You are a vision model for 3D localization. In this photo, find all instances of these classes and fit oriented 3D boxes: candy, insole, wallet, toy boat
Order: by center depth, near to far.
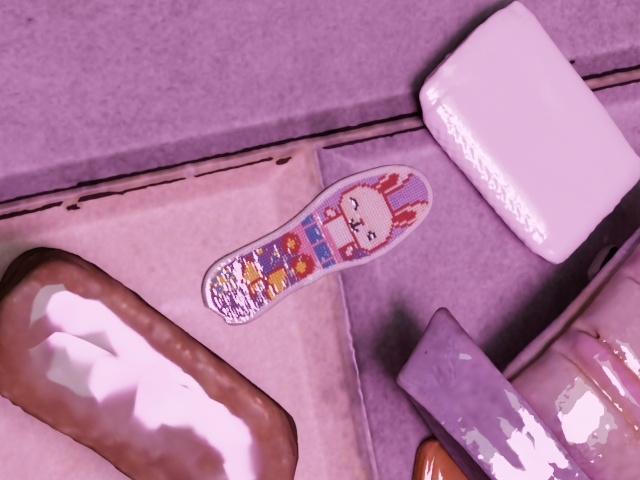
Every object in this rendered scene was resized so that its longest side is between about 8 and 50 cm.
[{"bbox_3d":[-0.117,0.100,0.889,0.234,0.104,0.102,37,84,-18],"label":"candy"},{"bbox_3d":[0.222,0.130,0.982,0.293,0.111,0.276,-25,100,-12],"label":"toy boat"},{"bbox_3d":[0.000,0.000,0.983,0.197,0.004,0.065,-28,102,-18],"label":"insole"},{"bbox_3d":[0.160,-0.080,1.029,0.124,0.032,0.183,-45,105,-14],"label":"wallet"}]

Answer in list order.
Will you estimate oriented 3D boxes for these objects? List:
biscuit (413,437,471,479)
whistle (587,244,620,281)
[{"bbox_3d":[0.133,0.263,1.034,0.162,0.035,0.250,-29,100,-22],"label":"biscuit"},{"bbox_3d":[0.299,0.092,1.070,0.235,0.077,0.114,41,67,-12],"label":"whistle"}]
